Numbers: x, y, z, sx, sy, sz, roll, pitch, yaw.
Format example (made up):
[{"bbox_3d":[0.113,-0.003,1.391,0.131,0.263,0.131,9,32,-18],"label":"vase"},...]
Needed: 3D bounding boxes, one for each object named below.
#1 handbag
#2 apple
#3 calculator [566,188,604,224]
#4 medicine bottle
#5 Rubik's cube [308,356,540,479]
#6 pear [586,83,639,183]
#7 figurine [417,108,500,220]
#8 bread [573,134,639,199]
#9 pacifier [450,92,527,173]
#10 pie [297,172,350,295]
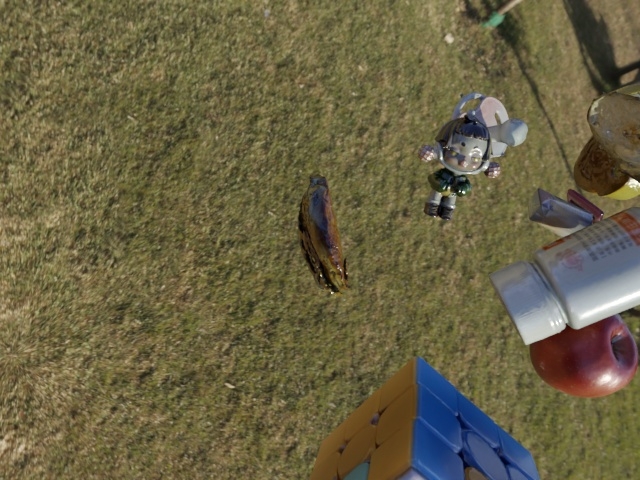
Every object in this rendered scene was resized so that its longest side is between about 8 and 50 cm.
[{"bbox_3d":[0.647,-0.059,1.272,0.173,0.095,0.117,27,37,4],"label":"handbag"},{"bbox_3d":[0.696,0.282,1.254,0.260,0.216,0.260,7,73,-24],"label":"apple"},{"bbox_3d":[0.836,-0.088,1.502,0.034,0.190,0.126,-42,60,1],"label":"calculator"},{"bbox_3d":[0.616,0.090,1.121,0.211,0.371,0.211,56,16,-25],"label":"medicine bottle"},{"bbox_3d":[0.163,0.428,0.761,0.290,0.291,0.291,41,20,-2],"label":"Rubik's cube"},{"bbox_3d":[0.796,-0.285,1.113,0.178,0.267,0.267,-38,102,0],"label":"pear"},{"bbox_3d":[0.454,-0.250,1.586,0.281,0.167,0.370,13,114,-2],"label":"figurine"},{"bbox_3d":[0.971,-0.265,1.554,0.148,0.270,0.269,13,71,-15],"label":"bread"},{"bbox_3d":[0.605,-0.386,1.718,0.332,0.220,0.273,-35,60,-25],"label":"pacifier"},{"bbox_3d":[0.001,0.000,1.172,0.086,0.308,0.308,-13,86,-10],"label":"pie"}]
